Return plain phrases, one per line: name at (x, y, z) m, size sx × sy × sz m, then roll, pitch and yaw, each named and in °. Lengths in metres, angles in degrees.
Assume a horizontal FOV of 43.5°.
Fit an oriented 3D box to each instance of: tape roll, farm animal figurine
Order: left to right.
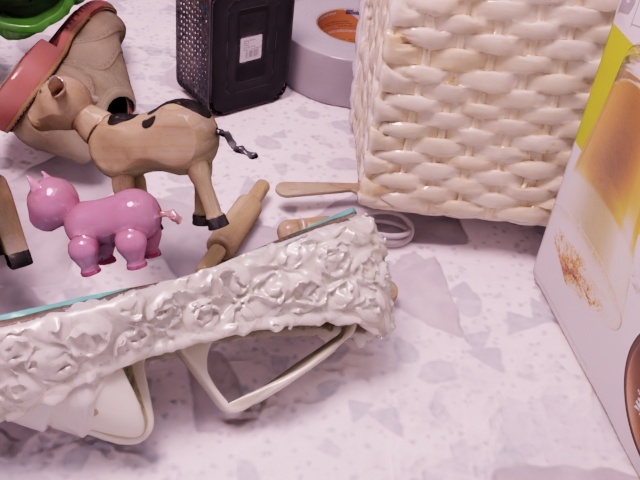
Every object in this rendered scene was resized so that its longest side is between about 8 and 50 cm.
farm animal figurine at (-0.273, -0.058, 0.657) m, size 0.327 × 0.172 × 0.330 m, roll 2°, pitch 18°, yaw 45°
tape roll at (0.047, -0.270, 1.129) m, size 0.219 × 0.072 × 0.219 m, roll 5°, pitch 38°, yaw -4°

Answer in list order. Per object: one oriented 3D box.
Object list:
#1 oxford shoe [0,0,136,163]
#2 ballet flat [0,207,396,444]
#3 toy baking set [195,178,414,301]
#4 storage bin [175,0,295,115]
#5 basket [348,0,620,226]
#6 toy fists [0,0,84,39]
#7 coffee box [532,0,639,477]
oxford shoe at (-0.284, -0.188, 0.970) m, size 0.130 × 0.123 × 0.348 m, roll 37°, pitch 28°, yaw -18°
ballet flat at (-0.113, 0.082, 0.624) m, size 0.409 × 0.147 × 0.147 m, roll -16°, pitch 45°, yaw -21°
toy baking set at (-0.007, -0.001, 0.827) m, size 0.197 × 0.030 × 0.256 m, roll 16°, pitch 40°, yaw 5°
storage bin at (-0.108, -0.261, 1.005) m, size 0.122 × 0.180 × 0.084 m, roll -22°, pitch 47°, yaw -32°
basket at (0.209, -0.204, 0.851) m, size 0.332 × 0.328 × 0.266 m, roll 6°, pitch 33°, yaw -3°
toy fists at (-0.399, -0.269, 0.961) m, size 0.279 × 0.096 × 0.142 m, roll -27°, pitch 37°, yaw 8°
coffee box at (0.417, 0.014, 0.633) m, size 0.338 × 0.334 × 0.337 m, roll -2°, pitch 41°, yaw -10°
